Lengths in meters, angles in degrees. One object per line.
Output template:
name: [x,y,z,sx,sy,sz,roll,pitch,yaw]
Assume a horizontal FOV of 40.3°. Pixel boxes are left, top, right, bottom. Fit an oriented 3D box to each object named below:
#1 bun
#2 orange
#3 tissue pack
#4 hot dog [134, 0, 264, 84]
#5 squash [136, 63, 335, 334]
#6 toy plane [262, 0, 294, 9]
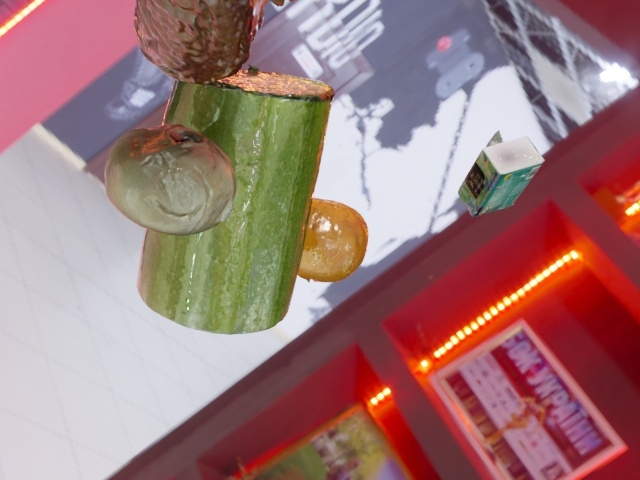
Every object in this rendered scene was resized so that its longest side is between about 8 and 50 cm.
bun: [-0.194,-0.092,1.158,0.173,0.113,0.167,-2,40,-30]
orange: [0.000,0.000,1.678,0.193,0.161,0.193,19,14,-5]
tissue pack: [0.260,-0.103,1.295,0.079,0.085,0.111,61,-26,24]
hot dog: [-0.114,-0.335,0.985,0.174,0.267,0.387,20,-19,-7]
squash: [-0.139,-0.080,1.386,0.263,0.385,0.263,11,18,-4]
toy plane: [-0.088,-0.365,1.275,0.188,0.135,0.062,-44,117,-56]
